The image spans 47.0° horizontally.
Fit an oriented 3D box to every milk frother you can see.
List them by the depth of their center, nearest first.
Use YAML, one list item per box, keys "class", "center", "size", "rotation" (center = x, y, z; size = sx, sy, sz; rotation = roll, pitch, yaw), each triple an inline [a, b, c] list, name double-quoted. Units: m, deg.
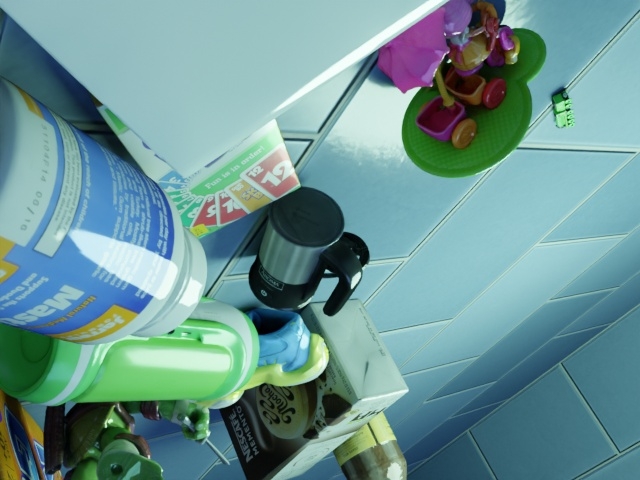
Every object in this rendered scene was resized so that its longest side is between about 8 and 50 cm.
- class: "milk frother"
  center: [0.000, 0.000, 0.851]
  size: [0.135, 0.129, 0.143]
  rotation: [114, 2, -52]

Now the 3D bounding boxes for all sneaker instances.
- class: "sneaker"
  center: [-0.115, 0.155, 1.040]
  size: [0.240, 0.091, 0.126]
  rotation: [-17, 121, 8]

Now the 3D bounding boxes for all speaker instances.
- class: "speaker"
  center: [-0.200, 0.116, 0.811]
  size: [0.131, 0.131, 0.296]
  rotation: [-39, 152, 22]

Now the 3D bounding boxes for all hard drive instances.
- class: "hard drive"
  center: [-0.007, -0.203, 0.467]
  size: [0.353, 0.047, 0.233]
  rotation: [-34, 146, 5]

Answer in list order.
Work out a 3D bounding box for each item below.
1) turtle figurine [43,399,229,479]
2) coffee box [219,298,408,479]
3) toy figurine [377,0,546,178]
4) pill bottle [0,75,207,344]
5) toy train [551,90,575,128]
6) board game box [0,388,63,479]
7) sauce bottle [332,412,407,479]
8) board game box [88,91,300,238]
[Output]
- class: "turtle figurine"
  center: [-0.212, 0.279, 0.854]
  size: [0.198, 0.275, 0.266]
  rotation: [-14, -172, -7]
- class: "coffee box"
  center: [-0.024, 0.247, 1.171]
  size: [0.119, 0.168, 0.297]
  rotation: [0, 142, -44]
- class: "toy figurine"
  center: [0.118, -0.165, 0.651]
  size: [0.173, 0.130, 0.159]
  rotation: [-51, 143, -2]
- class: "pill bottle"
  center: [-0.199, -0.004, 0.562]
  size: [0.152, 0.152, 0.272]
  rotation: [-32, 153, 9]
- class: "toy train"
  center: [0.304, -0.161, 0.922]
  size: [0.023, 0.017, 0.083]
  rotation: [-24, 156, 13]
- class: "board game box"
  center: [-0.462, 0.398, 0.800]
  size: [0.356, 0.356, 0.356]
  rotation: [-20, 152, -16]
- class: "sauce bottle"
  center: [0.075, 0.353, 1.259]
  size: [0.111, 0.344, 0.111]
  rotation: [-20, 154, -11]
- class: "board game box"
  center: [-0.099, -0.091, 0.641]
  size: [0.124, 0.039, 0.259]
  rotation: [-27, 151, -3]
